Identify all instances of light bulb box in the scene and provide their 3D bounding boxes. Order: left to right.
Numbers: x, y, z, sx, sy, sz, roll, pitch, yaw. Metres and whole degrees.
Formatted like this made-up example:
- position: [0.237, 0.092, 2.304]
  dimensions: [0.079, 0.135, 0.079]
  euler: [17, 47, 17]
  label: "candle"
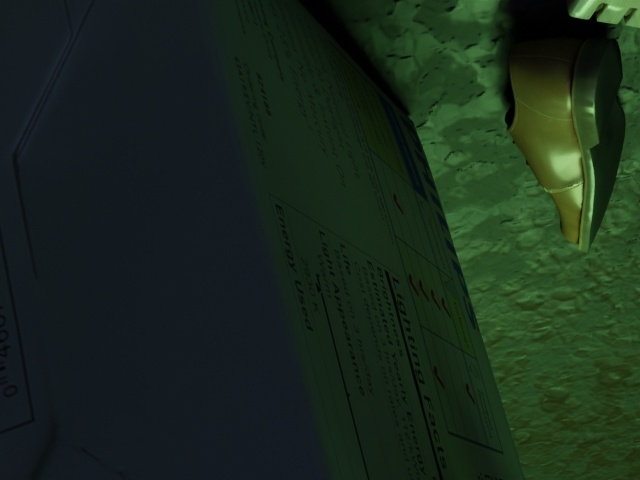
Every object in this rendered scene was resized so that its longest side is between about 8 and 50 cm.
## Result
- position: [-0.055, 0.063, 0.692]
  dimensions: [0.225, 0.358, 0.361]
  euler: [-21, 159, 16]
  label: "light bulb box"

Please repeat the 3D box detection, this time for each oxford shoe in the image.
- position: [0.170, -0.069, 0.884]
  dimensions: [0.076, 0.076, 0.212]
  euler: [12, 148, 23]
  label: "oxford shoe"

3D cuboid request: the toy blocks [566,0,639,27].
- position: [0.211, -0.215, 0.647]
  dimensions: [0.381, 0.191, 0.261]
  euler: [6, 149, -16]
  label: "toy blocks"
